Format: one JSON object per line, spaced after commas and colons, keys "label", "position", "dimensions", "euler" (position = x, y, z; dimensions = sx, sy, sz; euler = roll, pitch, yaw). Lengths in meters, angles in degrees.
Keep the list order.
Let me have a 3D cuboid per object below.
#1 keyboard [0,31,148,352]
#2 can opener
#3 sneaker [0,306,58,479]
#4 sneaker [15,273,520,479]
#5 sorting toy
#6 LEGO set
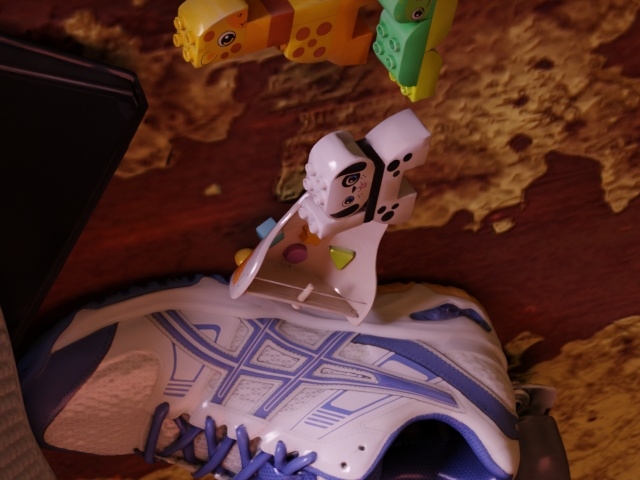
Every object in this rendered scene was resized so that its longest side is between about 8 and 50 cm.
{"label": "keyboard", "position": [-0.230, 0.015, 0.616], "dimensions": [0.201, 0.033, 0.317], "euler": [9, 133, -32]}
{"label": "can opener", "position": [0.117, 0.198, 0.925], "dimensions": [0.076, 0.095, 0.283], "euler": [-8, 141, -12]}
{"label": "sneaker", "position": [-0.227, 0.104, 0.626], "dimensions": [0.161, 0.102, 0.282], "euler": [0, 131, 6]}
{"label": "sneaker", "position": [-0.023, 0.098, 0.720], "dimensions": [0.296, 0.131, 0.112], "euler": [-4, 142, -16]}
{"label": "sorting toy", "position": [0.000, 0.000, 0.684], "dimensions": [0.083, 0.045, 0.075], "euler": [15, 124, -35]}
{"label": "LEGO set", "position": [-0.004, -0.097, 0.520], "dimensions": [0.093, 0.087, 0.227], "euler": [-20, 145, -23]}
